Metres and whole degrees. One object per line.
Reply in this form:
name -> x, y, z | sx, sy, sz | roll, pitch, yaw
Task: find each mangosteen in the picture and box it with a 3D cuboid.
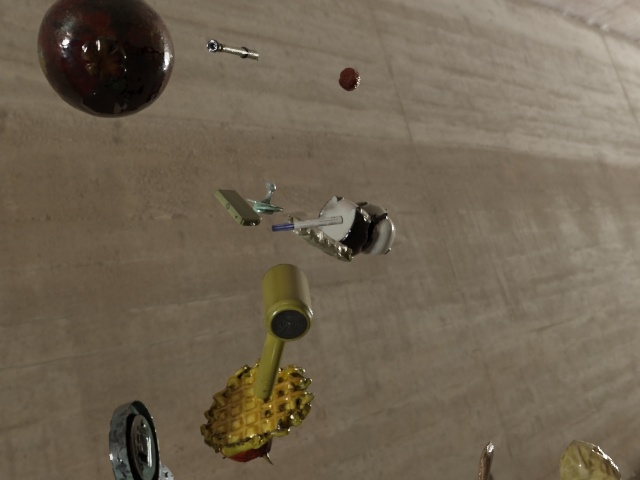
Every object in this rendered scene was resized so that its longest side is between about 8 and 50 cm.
mangosteen -> -0.473, -0.418, 1.393 | 0.311, 0.311, 0.311 | -14, -12, -3

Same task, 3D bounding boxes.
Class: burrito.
burrito -> 0.000, 0.000, 1.936 | 0.275, 0.082, 0.059 | 30, -75, -41

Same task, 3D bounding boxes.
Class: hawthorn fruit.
hawthorn fruit -> -0.233, 0.587, 1.889 | 0.189, 0.251, 0.190 | -36, -31, -26

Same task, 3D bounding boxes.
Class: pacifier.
pacifier -> -0.182, -0.147, 2.180 | 0.126, 0.117, 0.150 | 21, 5, 38

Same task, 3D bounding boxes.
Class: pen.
pen -> -0.037, -0.046, 1.756 | 0.204, 0.025, 0.025 | -8, -14, -13

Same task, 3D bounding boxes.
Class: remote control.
remote control -> -0.517, 0.770, 1.944 | 0.047, 0.087, 0.244 | -44, 1, 3

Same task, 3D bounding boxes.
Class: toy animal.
toy animal -> 0.154, -0.045, 2.443 | 0.309, 0.251, 0.250 | 15, -30, -42

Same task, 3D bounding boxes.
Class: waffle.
waffle -> -0.154, 0.402, 1.510 | 0.262, 0.060, 0.280 | 11, 49, 39

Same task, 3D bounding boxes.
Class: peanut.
peanut -> 0.642, 0.589, 1.453 | 0.140, 0.325, 0.153 | -13, 29, 26

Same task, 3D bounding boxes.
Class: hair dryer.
hair dryer -> -0.082, 0.196, 1.181 | 0.090, 0.135, 0.279 | 8, -62, -13

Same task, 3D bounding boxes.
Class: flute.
flute -> -0.180, -0.404, 1.325 | 0.027, 0.027, 0.233 | -20, 6, 19

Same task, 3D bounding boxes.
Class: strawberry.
strawberry -> 0.091, -0.500, 1.941 | 0.073, 0.073, 0.083 | -17, 22, 7

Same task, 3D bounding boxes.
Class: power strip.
power strip -> -0.233, -0.090, 1.775 | 0.076, 0.169, 0.028 | -1, -52, -46

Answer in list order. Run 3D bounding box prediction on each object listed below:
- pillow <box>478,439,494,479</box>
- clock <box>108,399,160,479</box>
pillow -> 0.471, 0.694, 1.808 | 0.034, 0.211, 0.135 | 10, 0, 21
clock -> -0.415, 0.470, 1.398 | 0.041, 0.215, 0.215 | -13, -12, 0
